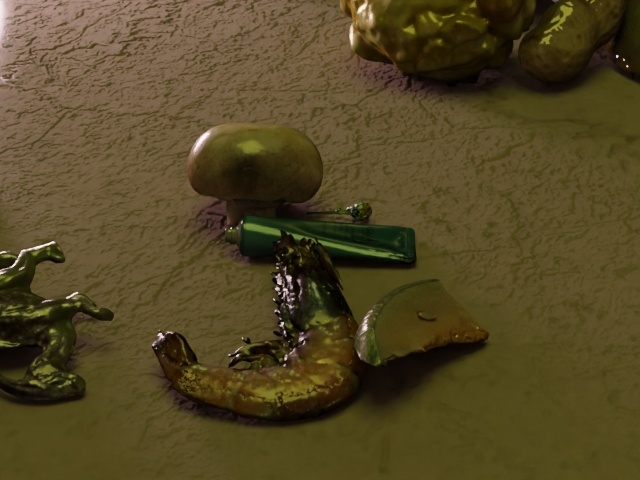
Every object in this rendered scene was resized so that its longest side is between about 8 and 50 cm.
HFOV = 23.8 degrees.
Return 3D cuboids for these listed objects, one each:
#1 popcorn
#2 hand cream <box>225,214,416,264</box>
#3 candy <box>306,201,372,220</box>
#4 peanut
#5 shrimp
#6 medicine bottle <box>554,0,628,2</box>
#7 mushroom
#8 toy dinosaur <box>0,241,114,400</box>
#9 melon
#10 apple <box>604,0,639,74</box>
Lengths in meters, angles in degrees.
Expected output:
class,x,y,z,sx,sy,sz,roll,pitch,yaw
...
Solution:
class,x,y,z,sx,sy,sz,roll,pitch,yaw
popcorn,0.170,-0.349,2.196,0.286,0.215,0.252,1,37,14
hand cream,0.000,0.000,1.785,0.224,0.048,0.083,3,28,0
candy,0.022,-0.035,1.861,0.083,0.025,0.023,0,-13,20
peanut,0.370,-0.308,2.177,0.228,0.104,0.085,-43,36,-26
shrimp,-0.068,0.089,1.616,0.222,0.054,0.290,-4,38,-3
medicine bottle,0.354,-0.490,2.387,0.242,0.242,0.395,-16,33,-22
mushroom,-0.080,-0.081,1.847,0.166,0.127,0.166,5,9,-1
toy dinosaur,-0.334,0.072,1.648,0.294,0.077,0.162,25,40,37
melon,0.086,0.091,1.573,0.098,0.054,0.182,39,30,31
apple,0.507,-0.318,2.209,0.193,0.120,0.265,-8,27,12
